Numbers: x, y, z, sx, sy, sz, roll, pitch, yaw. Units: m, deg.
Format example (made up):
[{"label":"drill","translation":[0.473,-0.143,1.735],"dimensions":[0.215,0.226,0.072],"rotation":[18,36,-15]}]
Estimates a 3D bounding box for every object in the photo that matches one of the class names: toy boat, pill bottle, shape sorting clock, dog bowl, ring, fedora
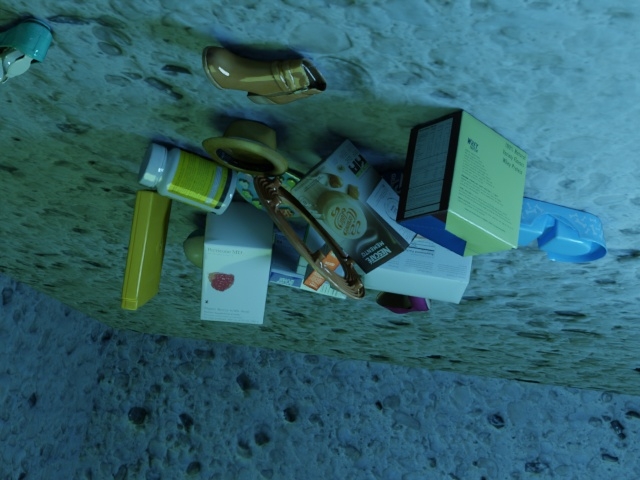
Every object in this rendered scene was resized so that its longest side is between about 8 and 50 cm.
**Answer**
[{"label":"toy boat","translation":[-0.368,0.007,2.291],"dimensions":[0.318,0.148,0.267],"rotation":[3,166,3]},{"label":"pill bottle","translation":[-0.311,-0.146,1.813],"dimensions":[0.208,0.119,0.119],"rotation":[20,160,-23]},{"label":"shape sorting clock","translation":[-0.110,-0.116,1.877],"dimensions":[0.206,0.040,0.206],"rotation":[12,154,6]},{"label":"dog bowl","translation":[0.501,-0.026,1.755],"dimensions":[0.297,0.074,0.166],"rotation":[14,161,-4]},{"label":"ring","translation":[-0.014,-0.015,1.609],"dimensions":[0.032,0.337,0.336],"rotation":[-40,142,11]},{"label":"fedora","translation":[-0.150,-0.199,1.626],"dimensions":[0.194,0.079,0.194],"rotation":[15,165,4]}]

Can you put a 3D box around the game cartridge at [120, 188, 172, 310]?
[{"label":"game cartridge","translation":[-0.434,0.013,1.939],"dimensions":[0.052,0.285,0.324],"rotation":[9,-177,-2]}]

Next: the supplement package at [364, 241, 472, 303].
[{"label":"supplement package","translation":[0.252,0.052,2.016],"dimensions":[0.261,0.145,0.204],"rotation":[10,161,6]}]

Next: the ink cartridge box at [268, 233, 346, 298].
[{"label":"ink cartridge box","translation":[-0.033,0.072,2.177],"dimensions":[0.223,0.045,0.224],"rotation":[14,-155,-6]}]

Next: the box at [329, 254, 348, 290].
[{"label":"box","translation":[0.077,0.027,1.978],"dimensions":[0.038,0.186,0.145],"rotation":[23,162,9]}]

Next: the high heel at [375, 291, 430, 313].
[{"label":"high heel","translation":[0.243,0.164,2.353],"dimensions":[0.181,0.127,0.377],"rotation":[-3,162,9]}]

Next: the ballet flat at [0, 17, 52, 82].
[{"label":"ballet flat","translation":[-0.591,-0.344,1.454],"dimensions":[0.247,0.087,0.083],"rotation":[-6,155,43]}]

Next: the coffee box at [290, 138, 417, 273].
[{"label":"coffee box","translation":[0.077,-0.069,1.630],"dimensions":[0.246,0.098,0.141],"rotation":[47,138,-7]}]

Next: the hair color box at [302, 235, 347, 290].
[{"label":"hair color box","translation":[0.014,0.048,1.835],"dimensions":[0.043,0.072,0.141],"rotation":[28,130,-13]}]

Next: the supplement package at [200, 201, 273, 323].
[{"label":"supplement package","translation":[-0.224,0.060,2.067],"dimensions":[0.177,0.175,0.293],"rotation":[5,133,-6]}]

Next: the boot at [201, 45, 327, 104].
[{"label":"boot","translation":[-0.095,-0.294,1.340],"dimensions":[0.152,0.073,0.197],"rotation":[-1,170,35]}]

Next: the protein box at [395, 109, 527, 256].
[{"label":"protein box","translation":[0.270,-0.101,1.471],"dimensions":[0.199,0.201,0.136],"rotation":[25,157,-34]}]

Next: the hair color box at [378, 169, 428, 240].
[{"label":"hair color box","translation":[0.168,-0.074,1.762],"dimensions":[0.347,0.105,0.174],"rotation":[-3,157,35]}]

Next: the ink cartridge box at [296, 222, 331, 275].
[{"label":"ink cartridge box","translation":[0.000,0.000,2.000],"dimensions":[0.086,0.153,0.208],"rotation":[14,160,-1]}]
